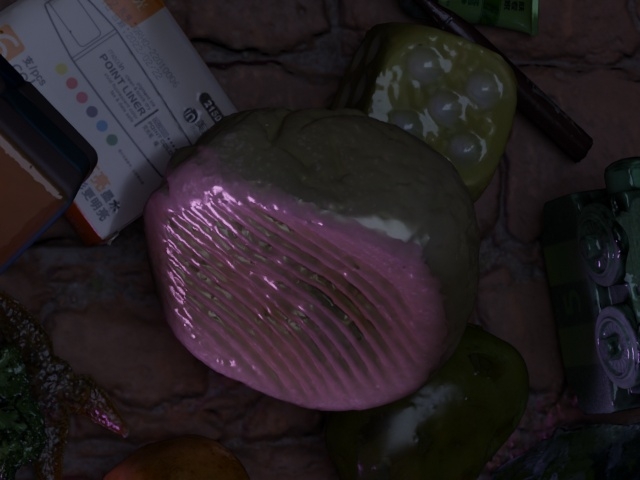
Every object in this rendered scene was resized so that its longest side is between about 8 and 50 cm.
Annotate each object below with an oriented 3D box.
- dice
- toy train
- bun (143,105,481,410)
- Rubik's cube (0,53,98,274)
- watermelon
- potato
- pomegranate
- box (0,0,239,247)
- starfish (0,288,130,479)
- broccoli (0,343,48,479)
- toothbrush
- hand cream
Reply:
[{"bbox_3d":[0.111,-0.138,1.980,0.169,0.166,0.169,20,79,-15],"label":"dice"},{"bbox_3d":[0.354,0.061,1.998,0.167,0.238,0.299,-7,84,-18],"label":"toy train"},{"bbox_3d":[0.000,0.000,1.834,0.349,0.352,0.227,45,39,-17],"label":"bun"},{"bbox_3d":[-0.453,-0.067,1.672,0.344,0.346,0.347,-43,100,3],"label":"Rubik's cube"},{"bbox_3d":[0.315,0.360,1.939,0.151,0.264,0.302,-18,92,-58],"label":"watermelon"},{"bbox_3d":[0.120,0.195,1.968,0.253,0.148,0.186,-21,118,-24],"label":"potato"},{"bbox_3d":[-0.155,0.301,1.854,0.196,0.196,0.196,1,85,-17],"label":"pomegranate"},{"bbox_3d":[-0.239,-0.161,1.916,0.221,0.091,0.274,-39,97,-16],"label":"box"},{"bbox_3d":[-0.323,0.163,1.889,0.247,0.050,0.138,45,75,-1],"label":"starfish"},{"bbox_3d":[-0.370,0.181,1.770,0.195,0.156,0.195,-9,57,14],"label":"broccoli"},{"bbox_3d":[0.186,-0.216,2.049,0.364,0.041,0.041,40,75,-19],"label":"toothbrush"},{"bbox_3d":[0.178,-0.293,2.075,0.175,0.046,0.095,1,89,-16],"label":"hand cream"}]
